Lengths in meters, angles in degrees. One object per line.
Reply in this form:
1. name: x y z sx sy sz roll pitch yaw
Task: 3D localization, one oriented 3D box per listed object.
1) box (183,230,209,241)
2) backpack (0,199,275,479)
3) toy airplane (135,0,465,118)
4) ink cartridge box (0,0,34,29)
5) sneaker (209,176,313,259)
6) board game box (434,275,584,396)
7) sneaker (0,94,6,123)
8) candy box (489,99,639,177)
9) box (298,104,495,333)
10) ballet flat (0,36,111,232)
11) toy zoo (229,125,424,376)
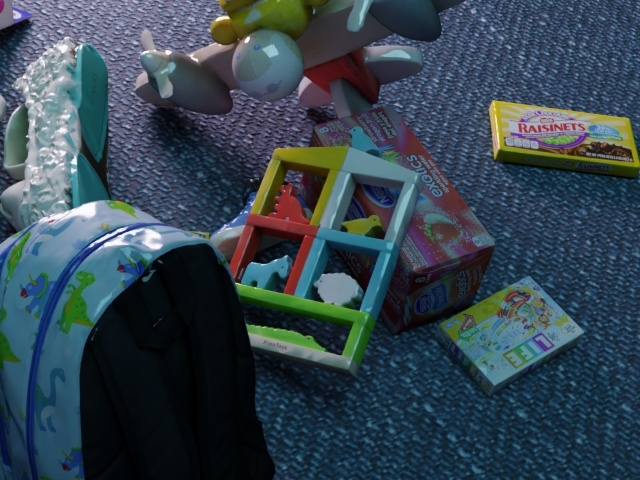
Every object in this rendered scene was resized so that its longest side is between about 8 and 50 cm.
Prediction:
1. box: -0.159 0.062 1.400 0.059 0.169 0.054 3 49 -10
2. backpack: -0.192 0.138 1.204 0.273 0.355 0.290 36 52 25
3. toy airplane: -0.035 -0.255 1.574 0.384 0.386 0.272 18 46 -3
4. ink cartridge box: -0.529 -0.307 1.625 0.176 0.069 0.371 22 23 8
5. sneaker: -0.088 -0.033 1.570 0.152 0.058 0.084 -19 61 -31
6. board game box: 0.230 0.114 1.532 0.154 0.026 0.103 -26 59 -30
7. sneaker: -0.552 -0.187 1.586 0.331 0.122 0.146 22 31 8
8. candy box: 0.344 -0.144 1.781 0.206 0.027 0.105 6 45 -7
9. box: 0.088 -0.030 1.560 0.123 0.128 0.257 -17 55 -25
10. ballet flat: -0.323 -0.080 1.539 0.147 0.147 0.409 1 46 -11
11. toy zoo: 0.000 0.000 1.464 0.192 0.030 0.293 11 70 25
